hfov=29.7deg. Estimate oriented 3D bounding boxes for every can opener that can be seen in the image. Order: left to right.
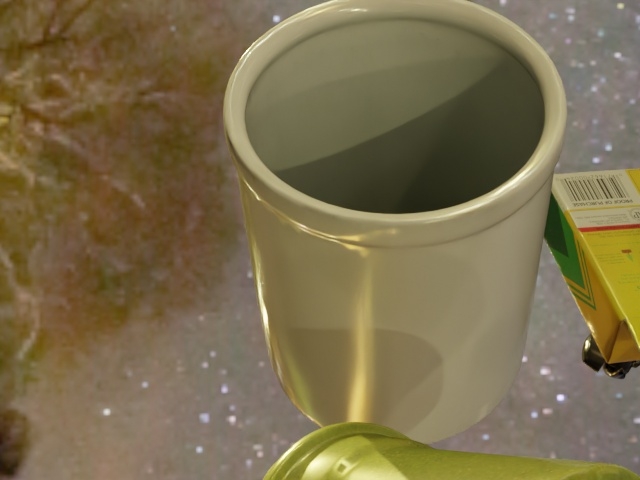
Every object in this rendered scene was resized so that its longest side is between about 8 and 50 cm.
[{"bbox_3d":[0.404,0.119,1.612,0.059,0.073,0.186,-52,179,40],"label":"can opener"}]

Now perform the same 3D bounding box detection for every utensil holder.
[{"bbox_3d":[0.081,-0.010,1.280,0.385,0.327,0.328,84,-9,-48],"label":"utensil holder"}]

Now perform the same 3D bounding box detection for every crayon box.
[{"bbox_3d":[0.413,0.040,1.494,0.319,0.202,0.081,-106,-164,-47],"label":"crayon box"}]

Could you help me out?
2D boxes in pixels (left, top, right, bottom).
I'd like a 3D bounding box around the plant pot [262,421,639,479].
[{"bbox_3d":[0.118,0.261,0.891,0.254,0.276,0.276,-17,-108,46],"label":"plant pot"}]
